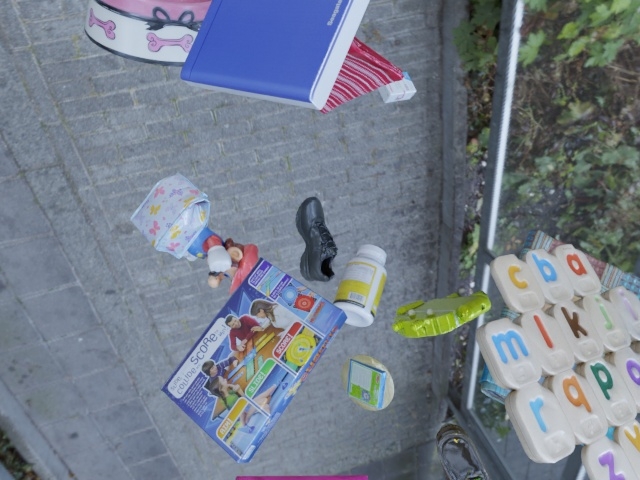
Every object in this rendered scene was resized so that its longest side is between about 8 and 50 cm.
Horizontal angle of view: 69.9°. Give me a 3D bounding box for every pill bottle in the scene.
[{"bbox_3d":[0.100,0.105,1.101,0.103,0.184,0.103,17,150,10],"label":"pill bottle"}]

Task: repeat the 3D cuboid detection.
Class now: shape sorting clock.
[{"bbox_3d":[0.165,0.500,1.617,0.040,0.206,0.206,-16,134,-52],"label":"shape sorting clock"}]

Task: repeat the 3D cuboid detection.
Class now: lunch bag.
[{"bbox_3d":[-0.174,-0.032,0.551,0.083,0.071,0.053,-54,149,2],"label":"lunch bag"}]

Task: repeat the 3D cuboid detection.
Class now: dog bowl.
[{"bbox_3d":[-0.444,-0.646,1.283,0.407,0.408,0.151,1,133,-17],"label":"dog bowl"}]

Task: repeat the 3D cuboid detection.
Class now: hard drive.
[{"bbox_3d":[-0.089,-0.342,0.766,0.040,0.318,0.211,26,86,-55],"label":"hard drive"}]

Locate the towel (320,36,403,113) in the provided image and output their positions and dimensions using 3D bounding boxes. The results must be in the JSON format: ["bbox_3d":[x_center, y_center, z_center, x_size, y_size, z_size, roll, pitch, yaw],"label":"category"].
[{"bbox_3d":[0.037,-0.385,1.096,0.198,0.274,0.031,13,74,-44],"label":"towel"}]

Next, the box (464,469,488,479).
[{"bbox_3d":[0.314,0.457,0.753,0.168,0.059,0.054,21,105,18],"label":"box"}]

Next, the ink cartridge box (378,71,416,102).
[{"bbox_3d":[0.275,-0.561,1.676,0.122,0.089,0.052,-16,166,-28],"label":"ink cartridge box"}]

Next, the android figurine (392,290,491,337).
[{"bbox_3d":[0.302,0.186,1.174,0.272,0.248,0.056,-14,90,-34],"label":"android figurine"}]

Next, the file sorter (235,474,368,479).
[{"bbox_3d":[-0.025,0.525,0.700,0.201,0.182,0.291,-1,124,3],"label":"file sorter"}]

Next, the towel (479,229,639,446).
[{"bbox_3d":[0.480,0.179,0.878,0.271,0.370,0.040,27,156,7],"label":"towel"}]

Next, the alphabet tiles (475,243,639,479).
[{"bbox_3d":[0.304,0.137,0.521,0.283,0.278,0.021,-7,156,-28],"label":"alphabet tiles"}]

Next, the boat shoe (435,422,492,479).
[{"bbox_3d":[0.341,0.557,1.003,0.110,0.104,0.308,-16,81,8],"label":"boat shoe"}]

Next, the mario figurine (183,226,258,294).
[{"bbox_3d":[-0.297,0.033,1.143,0.320,0.198,0.170,37,110,-1],"label":"mario figurine"}]

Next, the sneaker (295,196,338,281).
[{"bbox_3d":[0.000,0.000,1.483,0.109,0.130,0.287,-18,109,-38],"label":"sneaker"}]

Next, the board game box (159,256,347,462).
[{"bbox_3d":[-0.079,0.136,0.554,0.201,0.136,0.035,-53,154,-13],"label":"board game box"}]
